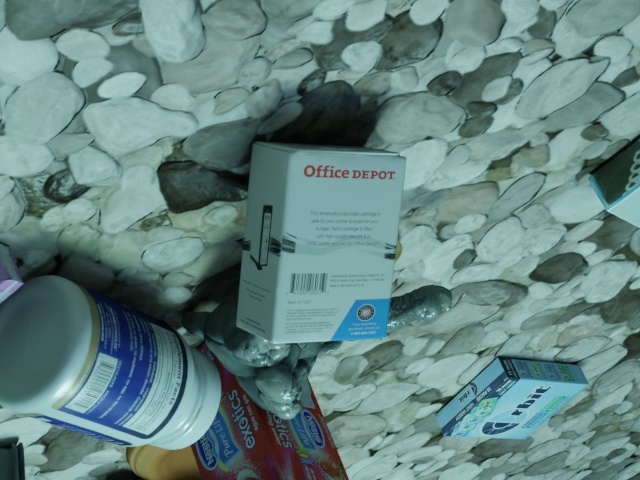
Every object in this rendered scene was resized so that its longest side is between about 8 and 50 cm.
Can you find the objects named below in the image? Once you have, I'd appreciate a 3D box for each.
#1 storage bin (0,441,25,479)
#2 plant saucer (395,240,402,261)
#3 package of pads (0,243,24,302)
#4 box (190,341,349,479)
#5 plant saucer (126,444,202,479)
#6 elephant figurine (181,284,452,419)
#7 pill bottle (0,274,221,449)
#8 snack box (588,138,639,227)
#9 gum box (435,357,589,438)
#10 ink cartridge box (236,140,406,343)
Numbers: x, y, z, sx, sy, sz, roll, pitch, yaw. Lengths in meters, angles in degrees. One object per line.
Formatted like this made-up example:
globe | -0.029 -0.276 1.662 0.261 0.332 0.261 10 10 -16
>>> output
storage bin | -0.437 0.320 1.844 0.091 0.098 0.135 10 136 -26
plant saucer | 0.058 0.017 1.767 0.083 0.015 0.083 -15 147 -10
package of pads | -0.351 0.045 1.524 0.083 0.050 0.032 -37 150 21
box | -0.073 0.246 1.795 0.128 0.257 0.122 16 130 -45
plant saucer | -0.165 0.283 2.001 0.200 0.037 0.200 -16 147 -11
elephant figurine | -0.004 0.083 1.713 0.239 0.186 0.169 -42 -171 -17
pill bottle | -0.238 0.148 1.643 0.153 0.153 0.264 -35 144 19
snack box | 0.508 -0.127 1.792 0.322 0.060 0.187 -39 145 24
gum box | 0.291 0.242 2.215 0.184 0.041 0.157 7 137 -40
ink cartridge box | 0.000 0.000 1.546 0.148 0.086 0.203 1 100 -33
